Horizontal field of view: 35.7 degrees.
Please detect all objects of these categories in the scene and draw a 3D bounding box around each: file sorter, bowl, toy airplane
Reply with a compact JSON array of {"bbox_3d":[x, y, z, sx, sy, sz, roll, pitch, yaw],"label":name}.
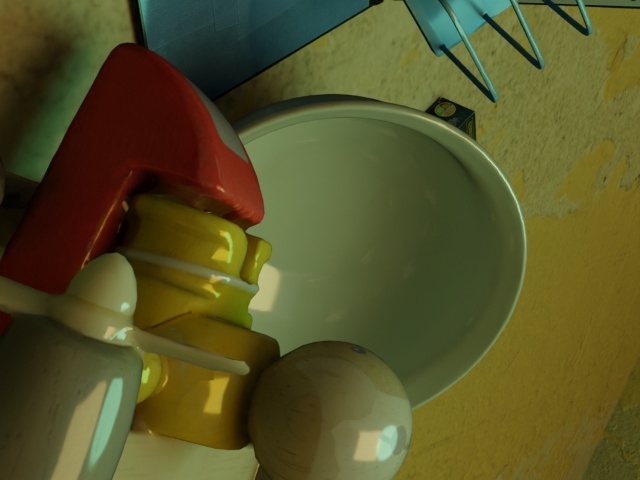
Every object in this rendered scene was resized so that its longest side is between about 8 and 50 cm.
[{"bbox_3d":[0.145,-0.195,0.677,0.170,0.104,0.118,-36,135,5],"label":"file sorter"},{"bbox_3d":[0.000,0.000,0.787,0.298,0.134,0.297,-5,123,-8],"label":"bowl"},{"bbox_3d":[-0.086,0.124,0.535,0.386,0.273,0.384,-68,150,-57],"label":"toy airplane"}]

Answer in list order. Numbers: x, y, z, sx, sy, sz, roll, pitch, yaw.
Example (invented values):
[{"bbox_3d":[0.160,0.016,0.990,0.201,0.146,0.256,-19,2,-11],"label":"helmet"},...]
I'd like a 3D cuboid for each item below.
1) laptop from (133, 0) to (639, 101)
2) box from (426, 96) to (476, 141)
[{"bbox_3d":[0.091,-0.283,0.659,0.236,0.408,0.382,-80,171,-48],"label":"laptop"},{"bbox_3d":[0.110,-0.018,1.083,0.159,0.044,0.233,-45,146,-25],"label":"box"}]
